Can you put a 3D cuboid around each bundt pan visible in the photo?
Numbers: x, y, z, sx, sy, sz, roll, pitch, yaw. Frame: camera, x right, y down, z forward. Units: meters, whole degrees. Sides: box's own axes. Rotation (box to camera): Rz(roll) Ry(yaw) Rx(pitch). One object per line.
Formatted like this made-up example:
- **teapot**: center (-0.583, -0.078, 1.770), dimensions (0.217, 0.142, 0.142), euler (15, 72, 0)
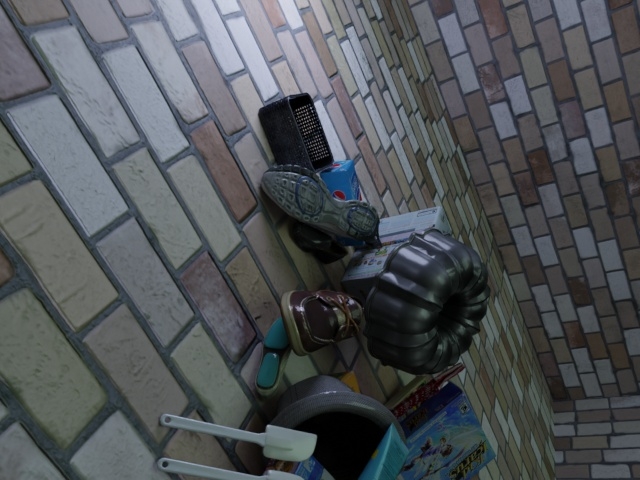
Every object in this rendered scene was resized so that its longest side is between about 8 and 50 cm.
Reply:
- **bundt pan**: center (0.250, 0.145, 1.120), dimensions (0.331, 0.124, 0.330), euler (-17, 117, -38)

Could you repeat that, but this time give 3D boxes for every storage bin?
- **storage bin**: center (-0.053, -0.236, 1.193), dimensions (0.122, 0.084, 0.180), euler (-37, 110, -59)

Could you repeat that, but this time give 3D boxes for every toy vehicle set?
- **toy vehicle set**: center (0.268, 0.518, 1.376), dimensions (0.166, 0.035, 0.266), euler (-27, 97, -41)

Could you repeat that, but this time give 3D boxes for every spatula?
- **spatula**: center (-0.121, 0.339, 0.735), dimensions (0.242, 0.019, 0.168), euler (17, 57, -17)

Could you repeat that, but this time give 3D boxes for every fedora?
- **fedora**: center (0.016, 0.346, 0.945), dimensions (0.275, 0.244, 0.124), euler (43, 12, -28)

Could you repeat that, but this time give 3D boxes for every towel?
- **towel**: center (0.197, 0.377, 1.175), dimensions (0.031, 0.275, 0.199), euler (53, 24, 20)

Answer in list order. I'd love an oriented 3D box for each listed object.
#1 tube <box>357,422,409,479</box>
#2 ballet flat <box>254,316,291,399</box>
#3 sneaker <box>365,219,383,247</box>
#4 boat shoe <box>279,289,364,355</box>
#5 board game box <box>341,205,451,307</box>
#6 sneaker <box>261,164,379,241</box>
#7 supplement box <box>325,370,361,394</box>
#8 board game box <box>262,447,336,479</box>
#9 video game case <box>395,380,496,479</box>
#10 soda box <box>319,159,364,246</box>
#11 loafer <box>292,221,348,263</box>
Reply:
- **tube**: center (0.082, 0.406, 0.847), dimensions (0.207, 0.052, 0.080), euler (-48, 127, -31)
- **ballet flat**: center (-0.085, 0.217, 0.972), dimensions (0.052, 0.057, 0.168), euler (86, 18, -45)
- **sneaker**: center (0.124, -0.052, 1.407), dimensions (0.051, 0.089, 0.170), euler (42, 43, -44)
- **boat shoe**: center (0.020, 0.144, 1.014), dimensions (0.342, 0.123, 0.123), euler (28, 44, -73)
- **board game box**: center (0.209, 0.039, 1.376), dimensions (0.097, 0.224, 0.303), euler (64, 31, -22)
- **sneaker**: center (-0.013, -0.071, 1.164), dimensions (0.297, 0.129, 0.111), euler (28, 74, -28)
- **supplement box**: center (0.056, 0.399, 1.090), dimensions (0.078, 0.080, 0.233), euler (-16, 93, -62)
- **board game box**: center (-0.034, 0.545, 0.809), dimensions (0.318, 0.066, 0.318), euler (56, 47, -30)
- **video game case**: center (0.273, 0.515, 1.255), dimensions (0.244, 0.269, 0.061), euler (60, -12, -25)
- **soda box**: center (0.063, -0.090, 1.292), dimensions (0.067, 0.071, 0.210), euler (-61, 142, -52)
- **loafer**: center (0.000, 0.000, 1.195), dimensions (0.170, 0.061, 0.062), euler (33, 50, -49)
